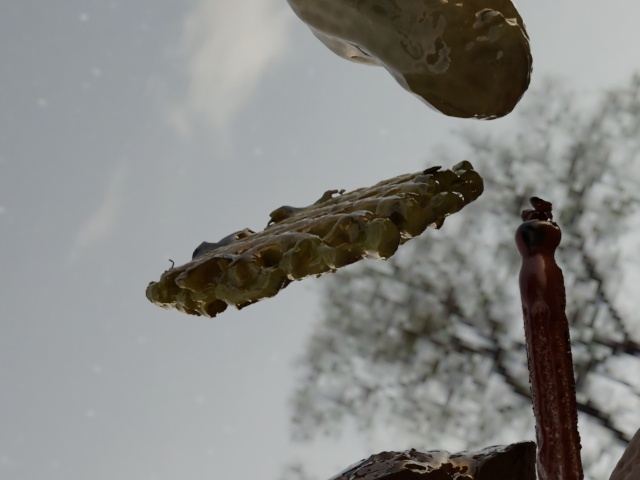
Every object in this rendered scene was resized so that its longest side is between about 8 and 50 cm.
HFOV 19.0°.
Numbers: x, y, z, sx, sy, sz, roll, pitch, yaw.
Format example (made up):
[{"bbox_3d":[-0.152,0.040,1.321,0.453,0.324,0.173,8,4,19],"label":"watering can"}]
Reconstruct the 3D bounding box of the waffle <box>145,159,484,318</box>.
[{"bbox_3d":[-0.001,-0.003,1.774,0.312,0.307,0.060,-29,-78,-61],"label":"waffle"}]

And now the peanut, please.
[{"bbox_3d":[0.075,-0.220,1.787,0.152,0.313,0.152,-40,-29,-28],"label":"peanut"}]

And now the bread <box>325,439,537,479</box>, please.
[{"bbox_3d":[0.037,0.231,1.382,0.232,0.135,0.247,-5,-22,-34],"label":"bread"}]

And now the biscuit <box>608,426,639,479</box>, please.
[{"bbox_3d":[0.202,0.097,0.749,0.205,0.049,0.324,-53,9,5],"label":"biscuit"}]

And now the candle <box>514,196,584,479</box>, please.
[{"bbox_3d":[0.219,0.107,1.851,0.051,0.048,0.329,18,-124,-33],"label":"candle"}]
